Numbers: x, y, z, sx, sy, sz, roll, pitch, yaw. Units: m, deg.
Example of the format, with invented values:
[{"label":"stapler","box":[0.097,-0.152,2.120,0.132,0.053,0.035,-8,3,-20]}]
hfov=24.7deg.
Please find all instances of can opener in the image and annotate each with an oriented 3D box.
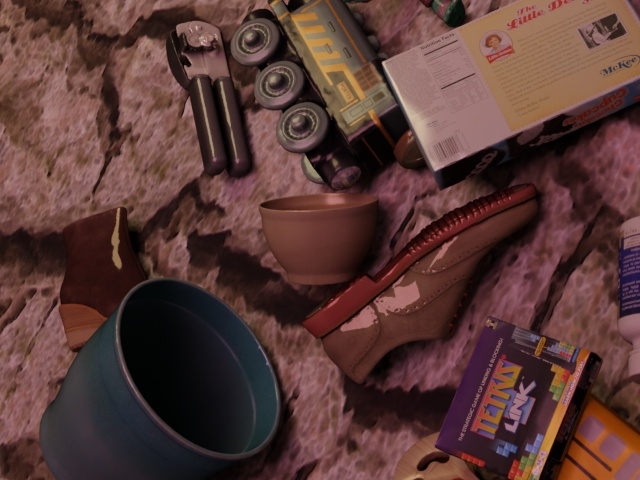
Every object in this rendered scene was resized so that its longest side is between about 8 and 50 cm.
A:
[{"label":"can opener","box":[-0.167,-0.213,2.201,0.093,0.074,0.280,-54,43,48]}]

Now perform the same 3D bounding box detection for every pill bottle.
[{"label":"pill bottle","box":[0.404,0.072,1.706,0.112,0.112,0.187,-5,70,30]}]

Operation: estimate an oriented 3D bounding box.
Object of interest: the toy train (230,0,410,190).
[{"label":"toy train","box":[0.007,-0.225,2.054,0.190,0.142,0.334,-31,57,5]}]

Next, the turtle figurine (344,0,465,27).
[{"label":"turtle figurine","box":[0.117,-0.398,2.051,0.234,0.118,0.175,30,105,21]}]

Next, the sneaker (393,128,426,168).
[{"label":"sneaker","box":[0.190,-0.137,1.940,0.192,0.064,0.086,-33,54,15]}]

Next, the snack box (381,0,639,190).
[{"label":"snack box","box":[0.261,-0.213,1.874,0.322,0.060,0.187,-24,61,3]}]

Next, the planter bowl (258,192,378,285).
[{"label":"planter bowl","box":[0.000,0.000,1.970,0.162,0.162,0.109,3,100,33]}]

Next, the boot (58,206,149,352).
[{"label":"boot","box":[-0.293,0.044,2.163,0.248,0.090,0.207,-17,67,30]}]

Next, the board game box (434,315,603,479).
[{"label":"board game box","box":[0.228,0.188,1.682,0.141,0.048,0.170,18,82,34]}]

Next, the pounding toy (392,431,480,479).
[{"label":"pounding toy","box":[0.172,0.342,1.773,0.269,0.155,0.154,12,53,41]}]

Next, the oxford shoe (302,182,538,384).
[{"label":"oxford shoe","box":[0.151,0.054,1.893,0.348,0.123,0.130,-35,93,10]}]

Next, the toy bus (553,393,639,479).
[{"label":"toy bus","box":[0.317,0.263,1.696,0.332,0.108,0.130,40,94,36]}]

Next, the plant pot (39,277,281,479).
[{"label":"plant pot","box":[-0.238,0.231,1.972,0.255,0.271,0.272,-39,56,31]}]
